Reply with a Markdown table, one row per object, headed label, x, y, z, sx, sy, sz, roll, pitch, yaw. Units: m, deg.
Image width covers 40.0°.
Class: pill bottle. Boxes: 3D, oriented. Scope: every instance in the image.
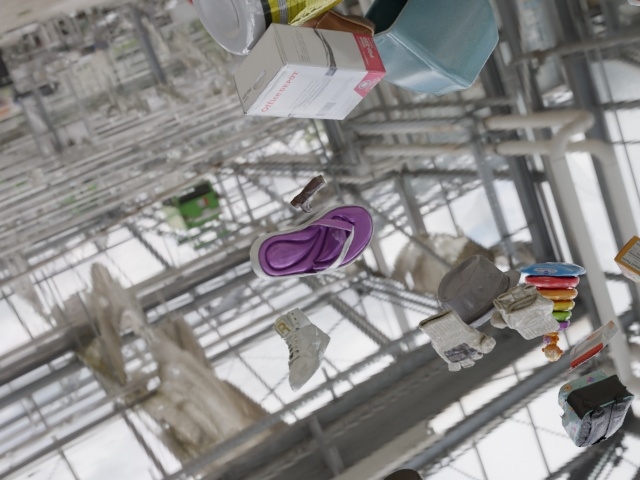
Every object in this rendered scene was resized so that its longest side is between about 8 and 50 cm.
| label | x | y | z | sx | sy | sz | roll | pitch | yaw |
| --- | --- | --- | --- | --- | --- | --- | --- | --- | --- |
| pill bottle | -0.057 | -0.488 | 1.599 | 0.334 | 0.188 | 0.188 | -35 | -161 | -26 |

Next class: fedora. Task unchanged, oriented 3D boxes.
| label | x | y | z | sx | sy | sz | roll | pitch | yaw |
| --- | --- | --- | --- | --- | --- | --- | --- | --- | --- |
| fedora | 0.429 | 0.132 | 2.499 | 0.275 | 0.124 | 0.244 | -46 | -164 | -27 |

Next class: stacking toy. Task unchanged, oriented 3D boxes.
| label | x | y | z | sx | sy | sz | roll | pitch | yaw |
| --- | --- | --- | --- | --- | --- | --- | --- | --- | --- |
| stacking toy | 0.706 | 0.220 | 2.682 | 0.175 | 0.302 | 0.166 | 2 | -177 | 31 |

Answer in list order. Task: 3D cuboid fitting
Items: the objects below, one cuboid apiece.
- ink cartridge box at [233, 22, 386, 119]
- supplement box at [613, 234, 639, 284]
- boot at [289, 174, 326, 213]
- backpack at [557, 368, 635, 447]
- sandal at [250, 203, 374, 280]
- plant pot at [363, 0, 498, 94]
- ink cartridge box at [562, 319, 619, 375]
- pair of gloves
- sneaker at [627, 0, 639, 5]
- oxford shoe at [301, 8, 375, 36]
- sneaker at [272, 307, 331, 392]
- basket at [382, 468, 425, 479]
| label | x | y | z | sx | sy | sz | roll | pitch | yaw |
| --- | --- | --- | --- | --- | --- | --- | --- | --- | --- |
| ink cartridge box | -0.021 | -0.293 | 1.553 | 0.218 | 0.092 | 0.158 | -5 | 156 | -36 |
| supplement box | 0.709 | 0.080 | 1.772 | 0.080 | 0.078 | 0.233 | -46 | -141 | 1 |
| boot | -0.019 | -0.130 | 2.426 | 0.114 | 0.037 | 0.106 | -47 | 156 | 13 |
| backpack | 0.688 | 0.430 | 2.230 | 0.166 | 0.188 | 0.144 | -21 | -138 | -14 |
| sandal | 0.005 | 0.015 | 2.332 | 0.416 | 0.169 | 0.102 | -23 | -170 | -35 |
| plant pot | 0.251 | -0.467 | 1.988 | 0.248 | 0.252 | 0.247 | -58 | -160 | -12 |
| ink cartridge box | 0.790 | 0.320 | 2.606 | 0.179 | 0.045 | 0.145 | -26 | 164 | -42 |
| pair of gloves | 0.322 | 0.165 | 1.638 | 0.240 | 0.204 | 0.042 | -21 | -125 | 12 |
| sneaker | 0.621 | -0.455 | 1.595 | 0.061 | 0.065 | 0.158 | -17 | -152 | -26 |
| oxford shoe | 0.003 | -0.424 | 1.762 | 0.212 | 0.076 | 0.076 | 13 | 169 | -5 |
| sneaker | -0.076 | 0.293 | 2.433 | 0.108 | 0.169 | 0.292 | -42 | -172 | 20 |
| basket | 0.225 | 0.624 | 1.931 | 0.154 | 0.227 | 0.204 | -45 | -155 | -21 |
